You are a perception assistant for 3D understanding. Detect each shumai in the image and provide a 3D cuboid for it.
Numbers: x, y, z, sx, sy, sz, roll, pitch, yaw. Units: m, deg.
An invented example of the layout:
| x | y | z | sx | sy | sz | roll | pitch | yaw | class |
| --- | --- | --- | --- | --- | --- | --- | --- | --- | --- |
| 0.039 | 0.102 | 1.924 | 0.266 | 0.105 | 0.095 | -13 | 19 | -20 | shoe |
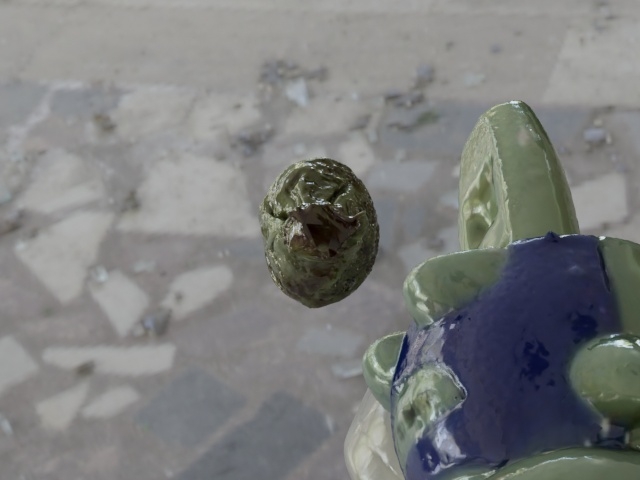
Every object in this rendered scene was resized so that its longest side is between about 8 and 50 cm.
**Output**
| x | y | z | sx | sy | sz | roll | pitch | yaw | class |
| --- | --- | --- | --- | --- | --- | --- | --- | --- | --- |
| 0.001 | 0.000 | 1.198 | 0.099 | 0.124 | 0.087 | -11 | 13 | 0 | shumai |

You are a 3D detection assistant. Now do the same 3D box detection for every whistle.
| x | y | z | sx | sy | sz | roll | pitch | yaw | class |
| --- | --- | --- | --- | --- | --- | --- | --- | --- | --- |
| 0.064 | 0.055 | 0.423 | 0.092 | 0.110 | 0.244 | 7 | 50 | -15 | whistle |

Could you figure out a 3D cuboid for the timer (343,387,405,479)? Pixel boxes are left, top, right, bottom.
| x | y | z | sx | sy | sz | roll | pitch | yaw | class |
| --- | --- | --- | --- | --- | --- | --- | --- | --- | --- |
| 0.132 | 0.154 | 0.905 | 0.237 | 0.087 | 0.262 | 37 | 11 | 1 | timer |
